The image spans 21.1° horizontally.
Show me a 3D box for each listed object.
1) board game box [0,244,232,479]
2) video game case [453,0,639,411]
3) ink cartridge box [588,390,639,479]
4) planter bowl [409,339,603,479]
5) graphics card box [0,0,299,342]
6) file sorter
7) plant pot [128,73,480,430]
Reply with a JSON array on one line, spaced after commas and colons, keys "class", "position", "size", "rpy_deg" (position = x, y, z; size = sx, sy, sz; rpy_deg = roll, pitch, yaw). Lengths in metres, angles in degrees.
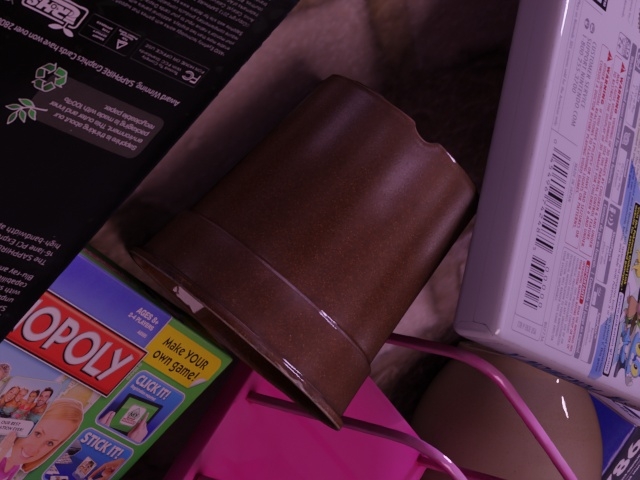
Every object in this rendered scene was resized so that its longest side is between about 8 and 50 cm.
[{"class": "board game box", "position": [-0.207, 0.083, 1.003], "size": [0.213, 0.046, 0.317], "rpy_deg": [-46, 146, 2]}, {"class": "video game case", "position": [0.201, -0.066, 1.144], "size": [0.300, 0.036, 0.329], "rpy_deg": [25, 74, -54]}, {"class": "ink cartridge box", "position": [0.255, 0.228, 1.578], "size": [0.165, 0.065, 0.333], "rpy_deg": [-56, 147, 9]}, {"class": "planter bowl", "position": [0.149, 0.137, 1.351], "size": [0.162, 0.162, 0.109], "rpy_deg": [5, 95, -48]}, {"class": "graphics card box", "position": [-0.208, -0.046, 0.723], "size": [0.233, 0.094, 0.371], "rpy_deg": [23, 122, -37]}, {"class": "file sorter", "position": [0.015, 0.220, 1.129], "size": [0.290, 0.182, 0.202], "rpy_deg": [-57, 132, -23]}, {"class": "plant pot", "position": [0.000, 0.000, 1.043], "size": [0.165, 0.167, 0.167], "rpy_deg": [-49, 146, -7]}]
